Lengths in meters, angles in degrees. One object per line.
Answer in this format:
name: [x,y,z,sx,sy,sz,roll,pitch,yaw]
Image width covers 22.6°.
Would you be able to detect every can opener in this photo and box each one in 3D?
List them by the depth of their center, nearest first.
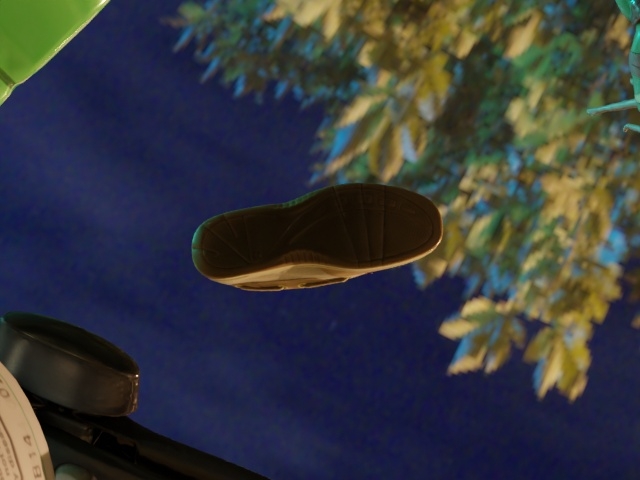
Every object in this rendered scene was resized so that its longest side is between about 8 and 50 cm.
can opener: [-0.077,0.103,0.712,0.186,0.059,0.073,29,-48,8]

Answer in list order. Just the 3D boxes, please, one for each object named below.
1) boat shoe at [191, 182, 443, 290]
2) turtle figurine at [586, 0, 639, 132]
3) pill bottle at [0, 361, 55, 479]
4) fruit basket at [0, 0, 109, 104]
boat shoe: [0.000,0.000,0.872,0.135,0.050,0.045,-4,-16,8]
turtle figurine: [0.192,-0.147,0.844,0.234,0.175,0.118,-5,-37,36]
pill bottle: [-0.235,0.115,0.514,0.204,0.204,0.361,23,3,9]
fruit basket: [-0.195,-0.220,0.568,0.353,0.327,0.165,46,-2,-20]
